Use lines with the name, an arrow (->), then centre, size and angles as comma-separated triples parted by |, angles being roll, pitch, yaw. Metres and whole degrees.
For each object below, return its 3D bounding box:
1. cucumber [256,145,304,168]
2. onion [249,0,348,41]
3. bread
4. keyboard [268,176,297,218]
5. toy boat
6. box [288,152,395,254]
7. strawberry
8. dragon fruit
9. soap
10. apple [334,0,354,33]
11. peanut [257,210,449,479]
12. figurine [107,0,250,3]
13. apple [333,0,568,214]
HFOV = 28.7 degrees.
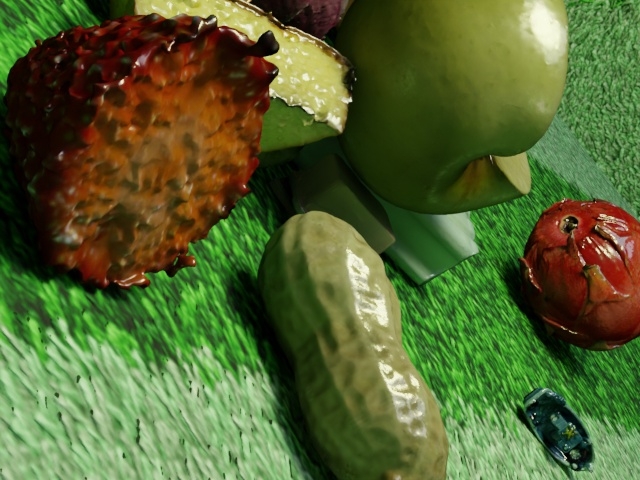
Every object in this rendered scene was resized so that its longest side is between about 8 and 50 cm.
cucumber -> -0.108, -0.217, 1.387 | 0.081, 0.072, 0.303 | 4, 52, -50
onion -> -0.081, -0.333, 1.534 | 0.267, 0.159, 0.348 | 36, -40, 50
bread -> -0.102, -0.158, 1.212 | 0.260, 0.134, 0.129 | 20, 48, -26
keyboard -> 0.000, 0.000, 1.369 | 0.166, 0.017, 0.055 | 57, 19, 4
toy boat -> 0.314, 0.249, 1.632 | 0.137, 0.060, 0.061 | 54, -1, -20
box -> 0.025, -0.031, 1.362 | 0.122, 0.062, 0.089 | 48, 16, -29
strawberry -> -0.156, -0.098, 0.936 | 0.178, 0.234, 0.234 | 39, 11, 27
dragon fruit -> 0.426, 0.055, 1.971 | 0.241, 0.241, 0.252 | -74, 158, -65
soap -> 0.073, -0.085, 1.561 | 0.289, 0.095, 0.173 | 44, 24, -28
apple -> 0.191, -0.384, 1.955 | 0.364, 0.364, 0.364 | 46, 21, -24
peanut -> 0.031, 0.111, 1.116 | 0.136, 0.120, 0.298 | 21, 41, -50
figurine -> -0.156, -0.250, 1.278 | 0.195, 0.111, 0.102 | 33, 41, -36
apple -> 0.124, -0.172, 1.346 | 0.295, 0.233, 0.257 | 101, -25, -68
